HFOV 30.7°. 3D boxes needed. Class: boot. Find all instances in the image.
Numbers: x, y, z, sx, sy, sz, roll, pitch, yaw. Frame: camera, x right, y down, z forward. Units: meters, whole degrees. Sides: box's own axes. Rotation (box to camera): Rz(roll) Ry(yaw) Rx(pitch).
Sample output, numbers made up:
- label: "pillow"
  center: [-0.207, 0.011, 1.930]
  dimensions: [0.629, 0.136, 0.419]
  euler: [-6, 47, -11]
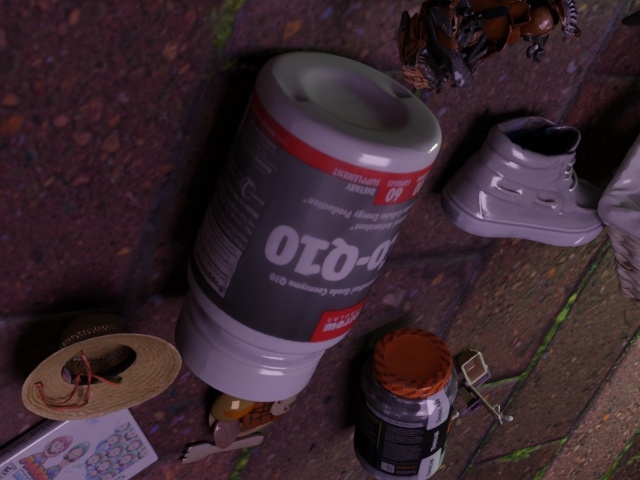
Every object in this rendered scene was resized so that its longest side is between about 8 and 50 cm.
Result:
- label: "boot"
  center: [0.254, -0.067, 1.269]
  dimensions: [0.258, 0.095, 0.123]
  euler: [-2, 136, -42]

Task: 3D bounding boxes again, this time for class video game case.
- label: "video game case"
  center: [-0.246, 0.221, 1.169]
  dimensions: [0.143, 0.019, 0.157]
  euler: [-33, 145, -13]

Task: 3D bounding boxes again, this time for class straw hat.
- label: "straw hat"
  center: [-0.201, 0.099, 1.041]
  dimensions: [0.144, 0.061, 0.144]
  euler: [-13, 145, -9]

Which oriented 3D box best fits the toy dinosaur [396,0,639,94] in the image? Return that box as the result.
- label: "toy dinosaur"
  center: [0.183, -0.252, 0.929]
  dimensions: [0.164, 0.218, 0.322]
  euler: [24, 84, -47]

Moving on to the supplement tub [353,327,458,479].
- label: "supplement tub"
  center: [0.102, 0.198, 1.398]
  dimensions: [0.117, 0.117, 0.190]
  euler: [-24, 143, -24]

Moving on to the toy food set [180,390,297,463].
- label: "toy food set"
  center: [-0.068, 0.179, 1.278]
  dimensions: [0.132, 0.038, 0.192]
  euler: [-5, 132, -41]

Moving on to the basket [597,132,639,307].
- label: "basket"
  center: [0.546, -0.036, 1.333]
  dimensions: [0.328, 0.331, 0.266]
  euler: [-53, 150, -13]

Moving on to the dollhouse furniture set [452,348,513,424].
- label: "dollhouse furniture set"
  center: [0.205, 0.208, 1.539]
  dimensions: [0.091, 0.081, 0.114]
  euler: [-37, 146, -7]

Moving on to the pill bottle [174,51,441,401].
- label: "pill bottle"
  center: [-0.021, -0.005, 1.012]
  dimensions: [0.161, 0.161, 0.283]
  euler: [-7, 133, -40]
